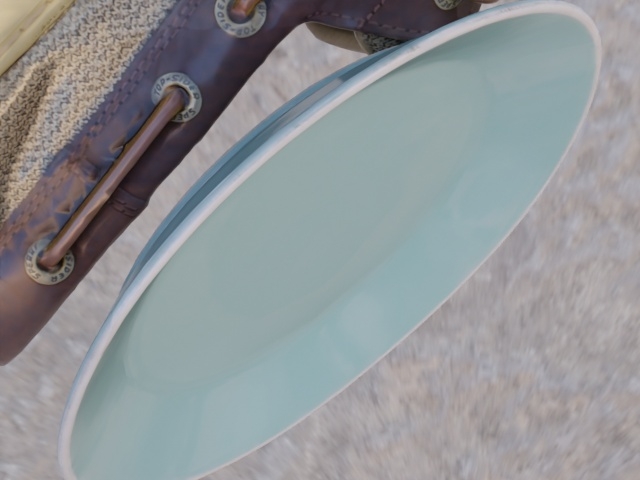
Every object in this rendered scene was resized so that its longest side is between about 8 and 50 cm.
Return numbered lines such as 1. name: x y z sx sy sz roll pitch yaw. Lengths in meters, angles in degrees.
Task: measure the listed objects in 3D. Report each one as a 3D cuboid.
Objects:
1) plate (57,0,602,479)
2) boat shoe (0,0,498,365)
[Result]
1. plate: 0.000 0.000 0.530 0.188 0.188 0.024 -39 70 -4
2. boat shoe: -0.001 -0.098 0.558 0.342 0.123 0.123 -42 105 0
